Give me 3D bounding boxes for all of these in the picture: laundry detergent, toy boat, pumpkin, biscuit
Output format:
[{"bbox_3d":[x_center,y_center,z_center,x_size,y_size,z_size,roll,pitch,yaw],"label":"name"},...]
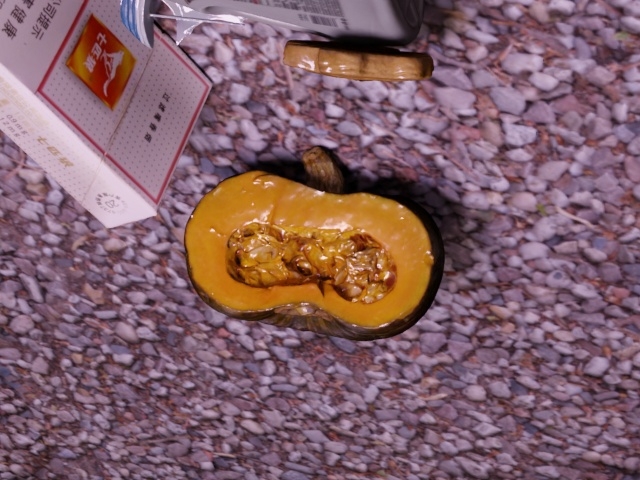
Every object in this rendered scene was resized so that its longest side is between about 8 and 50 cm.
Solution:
[{"bbox_3d":[-0.101,-0.307,1.935,0.397,0.125,0.264,9,158,17],"label":"laundry detergent"},{"bbox_3d":[-0.159,-0.272,2.077,0.149,0.034,0.105,-11,112,19],"label":"toy boat"},{"bbox_3d":[0.000,0.000,2.250,0.317,0.222,0.139,8,170,18],"label":"pumpkin"},{"bbox_3d":[0.033,-0.190,1.983,0.166,0.036,0.225,0,-170,-18],"label":"biscuit"}]

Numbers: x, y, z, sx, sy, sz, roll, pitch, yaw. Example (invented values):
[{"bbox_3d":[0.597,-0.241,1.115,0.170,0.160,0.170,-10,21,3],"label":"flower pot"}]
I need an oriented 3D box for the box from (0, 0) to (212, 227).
[{"bbox_3d":[-0.284,-0.198,2.097,0.095,0.210,0.330,-14,132,39],"label":"box"}]
